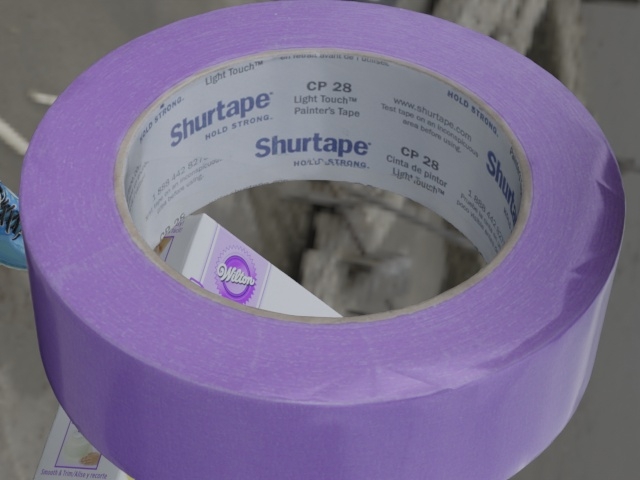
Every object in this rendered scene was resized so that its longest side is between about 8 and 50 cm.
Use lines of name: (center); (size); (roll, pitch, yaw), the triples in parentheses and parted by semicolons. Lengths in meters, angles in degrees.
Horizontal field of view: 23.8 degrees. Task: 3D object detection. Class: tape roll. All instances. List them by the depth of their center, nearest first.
tape roll: (0.000, 0.000, 0.718); (0.090, 0.275, 0.275); (92, 24, -43)

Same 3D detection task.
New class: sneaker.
sneaker: (-0.313, -0.027, 1.437); (0.063, 0.162, 0.073); (-59, -168, -17)

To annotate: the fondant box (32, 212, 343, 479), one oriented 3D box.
fondant box: (-0.097, 0.178, 1.209); (0.238, 0.096, 0.330); (38, 57, -42)
